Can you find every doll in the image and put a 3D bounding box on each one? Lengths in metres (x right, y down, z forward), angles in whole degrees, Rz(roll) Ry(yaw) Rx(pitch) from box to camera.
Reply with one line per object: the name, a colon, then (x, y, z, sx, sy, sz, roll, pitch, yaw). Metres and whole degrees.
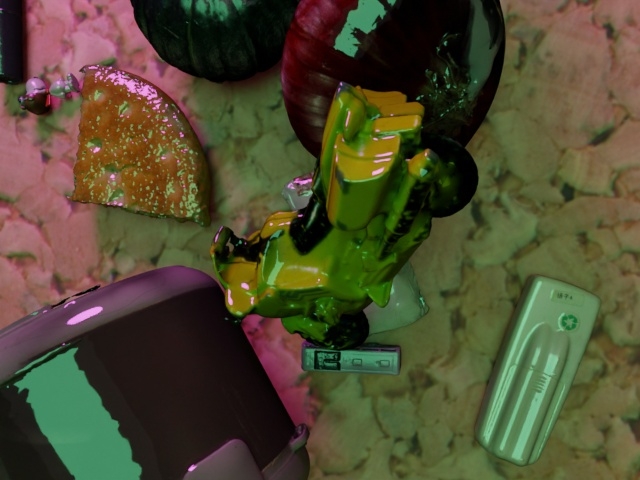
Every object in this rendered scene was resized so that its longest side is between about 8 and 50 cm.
doll: (-0.391, -0.211, 0.749, 0.085, 0.040, 0.058, 3, 78, 8)

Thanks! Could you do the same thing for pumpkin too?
pumpkin: (-0.127, -0.310, 0.653, 0.221, 0.162, 0.220, 0, 84, -2)

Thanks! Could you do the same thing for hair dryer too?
hair dryer: (-0.533, -0.314, 0.770, 0.195, 0.050, 0.173, -4, 87, 12)

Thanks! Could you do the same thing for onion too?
onion: (0.071, -0.209, 0.593, 0.273, 0.273, 0.285, -34, 50, 5)

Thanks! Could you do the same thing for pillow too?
pillow: (0.044, 0.012, 0.672, 0.128, 0.051, 0.229, -20, 87, -1)

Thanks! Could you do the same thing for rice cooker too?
rice cooker: (-0.200, 0.229, 0.568, 0.335, 0.335, 0.325, -30, 85, 6)

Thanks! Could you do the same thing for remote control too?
remote control: (0.265, 0.160, 0.637, 0.090, 0.049, 0.230, 20, 89, 6)

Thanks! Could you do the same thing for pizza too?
pizza: (-0.260, -0.111, 0.716, 0.197, 0.058, 0.292, -42, 81, 6)

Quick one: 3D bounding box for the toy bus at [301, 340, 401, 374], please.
toy bus: (0.038, 0.152, 0.667, 0.131, 0.052, 0.036, 1, 91, 8)

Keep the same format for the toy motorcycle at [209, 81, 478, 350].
toy motorcycle: (0.000, -0.002, 0.526, 0.206, 0.342, 0.142, 14, 47, -13)
